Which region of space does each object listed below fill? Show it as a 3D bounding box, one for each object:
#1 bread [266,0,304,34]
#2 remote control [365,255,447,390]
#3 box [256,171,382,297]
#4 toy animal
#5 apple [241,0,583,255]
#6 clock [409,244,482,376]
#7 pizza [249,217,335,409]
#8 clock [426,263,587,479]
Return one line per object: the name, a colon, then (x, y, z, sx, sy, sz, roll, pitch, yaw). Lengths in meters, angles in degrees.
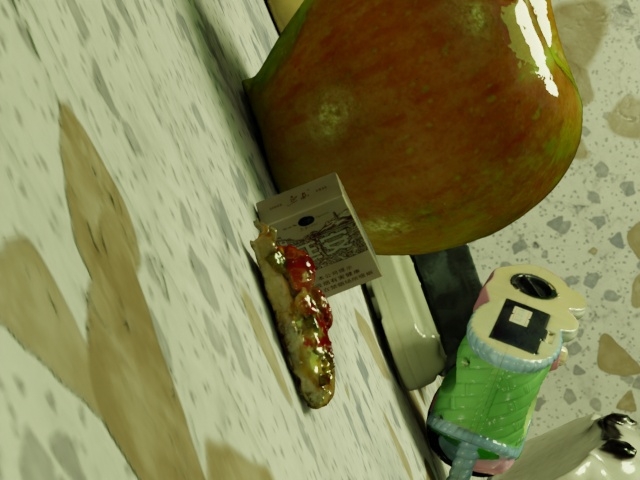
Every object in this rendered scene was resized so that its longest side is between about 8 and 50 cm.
bread: (-0.007, -0.270, 1.720, 0.147, 0.098, 0.217, 62, 7, -25)
remote control: (0.069, 0.043, 1.464, 0.230, 0.049, 0.090, -107, 175, -53)
box: (0.000, 0.000, 0.944, 0.083, 0.053, 0.024, 60, 10, -49)
toy animal: (0.258, 0.281, 1.590, 0.156, 0.204, 0.208, 64, 14, -5)
apple: (0.058, -0.111, 1.094, 0.246, 0.226, 0.246, 57, 19, -33)
clock: (0.100, 0.008, 1.608, 0.280, 0.055, 0.280, 159, -90, -84)
pizza: (-0.004, 0.051, 0.835, 0.100, 0.029, 0.099, 61, 10, -50)
clock: (0.154, 0.139, 1.410, 0.194, 0.100, 0.195, -51, 162, -58)
